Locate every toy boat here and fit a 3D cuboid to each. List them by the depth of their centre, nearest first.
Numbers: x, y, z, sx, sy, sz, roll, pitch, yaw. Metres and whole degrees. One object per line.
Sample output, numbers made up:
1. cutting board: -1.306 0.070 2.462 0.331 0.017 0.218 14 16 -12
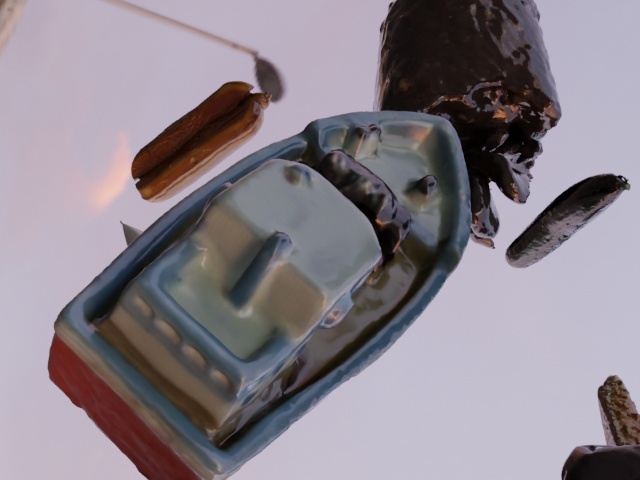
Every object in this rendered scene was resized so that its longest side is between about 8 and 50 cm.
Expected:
1. toy boat: 0.000 0.000 0.574 0.145 0.332 0.133 42 -51 7

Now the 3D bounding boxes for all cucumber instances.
1. cucumber: 0.195 -0.016 0.803 0.184 0.033 0.036 120 -22 -65

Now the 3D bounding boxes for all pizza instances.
1. pizza: 0.520 0.392 1.595 0.268 0.087 0.258 -92 169 -60

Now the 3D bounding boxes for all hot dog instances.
1. hot dog: -0.153 -0.129 1.274 0.235 0.062 0.092 -29 -118 27

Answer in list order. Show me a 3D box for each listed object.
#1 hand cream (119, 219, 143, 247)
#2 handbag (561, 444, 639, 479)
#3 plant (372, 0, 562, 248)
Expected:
1. hand cream: -0.117 0.037 0.780 0.050 0.078 0.205 -43 -153 -5
2. handbag: 0.391 0.367 1.047 0.178 0.275 0.302 -80 166 -54
3. plant: 0.146 -0.121 1.010 0.199 0.188 0.276 104 -8 -71
